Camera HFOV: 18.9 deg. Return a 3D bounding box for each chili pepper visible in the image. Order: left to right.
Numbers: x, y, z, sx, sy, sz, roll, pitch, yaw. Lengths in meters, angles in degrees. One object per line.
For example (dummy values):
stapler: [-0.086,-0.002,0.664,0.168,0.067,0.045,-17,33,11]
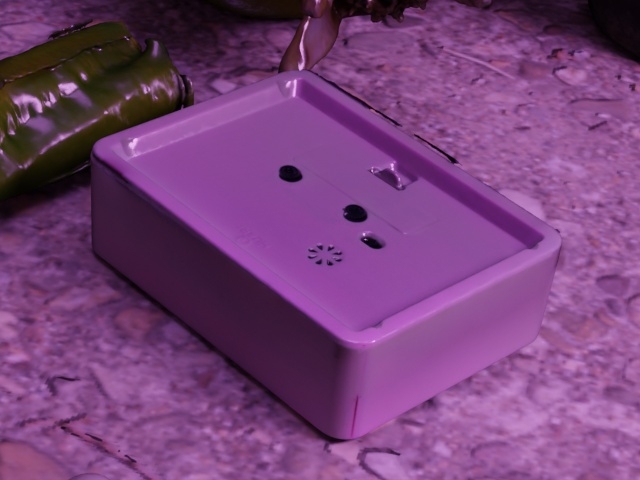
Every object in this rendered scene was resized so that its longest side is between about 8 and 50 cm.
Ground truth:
chili pepper: [-0.206,-0.029,0.954,0.085,0.076,0.359,49,48,11]

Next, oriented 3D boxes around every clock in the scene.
clock: [0.000,0.000,0.947,0.150,0.063,0.197,-25,46,-37]

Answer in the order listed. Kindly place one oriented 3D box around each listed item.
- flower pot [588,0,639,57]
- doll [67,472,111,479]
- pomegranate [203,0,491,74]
flower pot: [0.248,-0.195,1.191,0.235,0.148,0.235,6,38,-5]
doll: [-0.034,0.179,0.643,0.237,0.111,0.252,-18,46,-30]
pomegranate: [0.017,-0.233,1.137,0.291,0.291,0.323,-18,69,-31]
